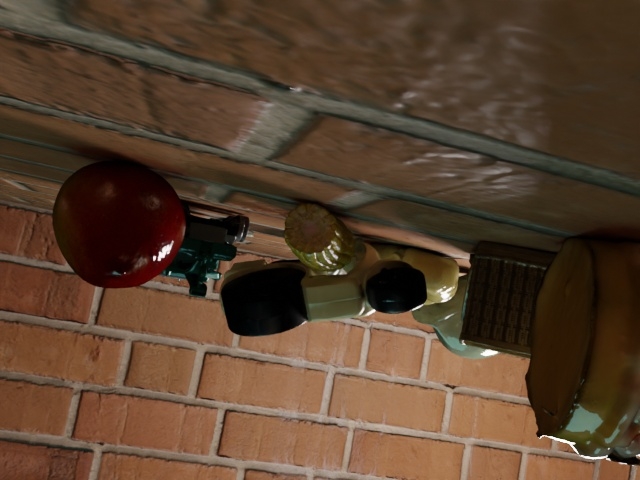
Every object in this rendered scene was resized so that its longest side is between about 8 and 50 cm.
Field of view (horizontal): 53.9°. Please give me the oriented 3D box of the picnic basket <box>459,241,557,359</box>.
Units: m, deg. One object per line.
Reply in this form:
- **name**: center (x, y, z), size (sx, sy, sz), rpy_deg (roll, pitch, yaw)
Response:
- **picnic basket**: center (0.361, 0.114, 1.094), size (0.227, 0.176, 0.313), rpy_deg (11, 172, 14)

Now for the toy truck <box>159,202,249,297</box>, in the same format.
- **toy truck**: center (-0.282, 0.014, 1.381), size (0.176, 0.178, 0.363), rpy_deg (12, 178, -20)

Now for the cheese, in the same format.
- **cheese**: center (0.191, 0.075, 1.386), size (0.213, 0.117, 0.226), rpy_deg (-1, 164, 41)

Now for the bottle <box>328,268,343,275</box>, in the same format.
- **bottle**: center (0.007, 0.059, 1.663), size (0.104, 0.104, 0.245), rpy_deg (11, 175, -5)

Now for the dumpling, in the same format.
- **dumpling**: center (0.416, 0.174, 1.664), size (0.211, 0.270, 0.320), rpy_deg (-22, 129, 40)

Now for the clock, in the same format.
- **clock**: center (-0.001, 0.081, 1.196), size (0.378, 0.120, 0.276), rpy_deg (-7, -163, 2)

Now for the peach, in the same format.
- **peach**: center (-0.278, -0.017, 0.880), size (0.197, 0.198, 0.197), rpy_deg (11, 176, 1)

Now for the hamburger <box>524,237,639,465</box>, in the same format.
- **hamburger**: center (0.385, 0.134, 0.744), size (0.236, 0.277, 0.276), rpy_deg (13, 176, 6)

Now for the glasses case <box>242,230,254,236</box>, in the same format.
- **glasses case**: center (-0.215, -0.024, 1.684), size (0.083, 0.021, 0.032), rpy_deg (15, 176, -41)

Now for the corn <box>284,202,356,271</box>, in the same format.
- **corn**: center (0.000, 0.000, 1.019), size (0.093, 0.094, 0.244), rpy_deg (10, 175, 13)
